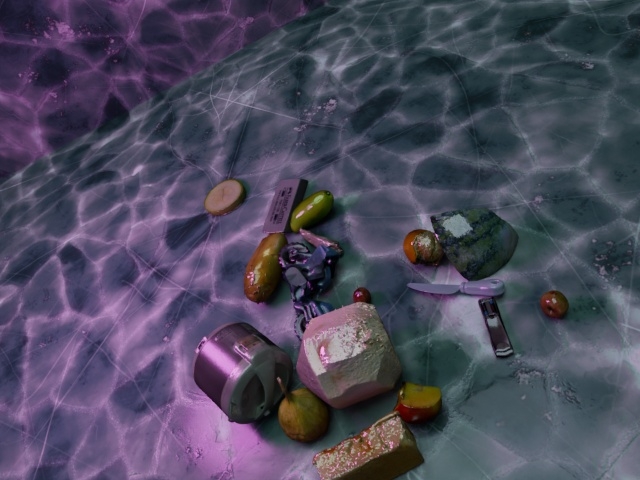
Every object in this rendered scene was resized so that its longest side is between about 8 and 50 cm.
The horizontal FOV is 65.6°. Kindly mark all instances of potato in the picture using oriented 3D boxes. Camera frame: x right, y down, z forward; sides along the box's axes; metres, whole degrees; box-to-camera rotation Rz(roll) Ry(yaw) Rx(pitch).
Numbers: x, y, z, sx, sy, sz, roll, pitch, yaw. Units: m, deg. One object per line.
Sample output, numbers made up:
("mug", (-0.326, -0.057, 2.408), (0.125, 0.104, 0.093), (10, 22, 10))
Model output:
("potato", (-0.217, 0.107, 1.960), (0.140, 0.173, 0.301), (23, 63, -8))

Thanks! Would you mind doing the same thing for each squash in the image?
("squash", (-0.468, -0.213, 2.407), (0.219, 0.041, 0.219), (-12, 49, 15))

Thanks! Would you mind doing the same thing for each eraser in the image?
("eraser", (-0.155, -0.156, 2.197), (0.111, 0.077, 0.353), (-2, 53, 24))

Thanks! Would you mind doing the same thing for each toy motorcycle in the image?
("toy motorcycle", (-0.015, 0.169, 1.822), (0.232, 0.172, 0.416), (-13, 58, -4))

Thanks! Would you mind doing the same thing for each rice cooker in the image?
("rice cooker", (-0.251, 0.432, 1.641), (0.277, 0.288, 0.288), (26, 68, 39))

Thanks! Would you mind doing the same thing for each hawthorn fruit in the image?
("hawthorn fruit", (0.140, 0.191, 1.772), (0.066, 0.103, 0.067), (-19, 41, 17))

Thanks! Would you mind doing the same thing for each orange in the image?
("orange", (0.374, 0.027, 1.774), (0.156, 0.156, 0.134), (12, 100, 31))

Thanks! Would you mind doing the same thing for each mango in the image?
("mango", (-0.038, -0.122, 2.093), (0.233, 0.125, 0.111), (-46, 49, 16))

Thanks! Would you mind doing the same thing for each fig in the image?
("fig", (-0.071, 0.503, 1.523), (0.159, 0.257, 0.159), (-20, 33, 13))

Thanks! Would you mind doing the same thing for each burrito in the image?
("burrito", (0.000, 0.002, 2.013), (0.058, 0.063, 0.229), (-25, 39, -35))

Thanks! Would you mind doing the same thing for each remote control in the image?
("remote control", (0.553, 0.270, 1.572), (0.059, 0.028, 0.212), (-14, 48, 9))

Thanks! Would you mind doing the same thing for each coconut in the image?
("coconut", (0.073, 0.361, 1.548), (0.309, 0.298, 0.298), (-23, 48, 2))

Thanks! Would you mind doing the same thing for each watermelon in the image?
("watermelon", (0.543, 0.001, 1.715), (0.260, 0.256, 0.176), (-15, 4, 22))

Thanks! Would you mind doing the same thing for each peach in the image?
("peach", (0.286, 0.480, 1.460), (0.151, 0.151, 0.119), (6, 78, 28))

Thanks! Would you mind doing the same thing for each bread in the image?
("bread", (0.136, 0.608, 1.391), (0.274, 0.185, 0.114), (-29, 42, 1))

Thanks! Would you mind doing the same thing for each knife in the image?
("knife", (0.449, 0.163, 1.685), (0.331, 0.044, 0.080), (-3, 23, 25))

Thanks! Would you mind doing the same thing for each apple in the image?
("apple", (0.720, 0.195, 1.523), (0.071, 0.084, 0.084), (-34, 45, -28))
